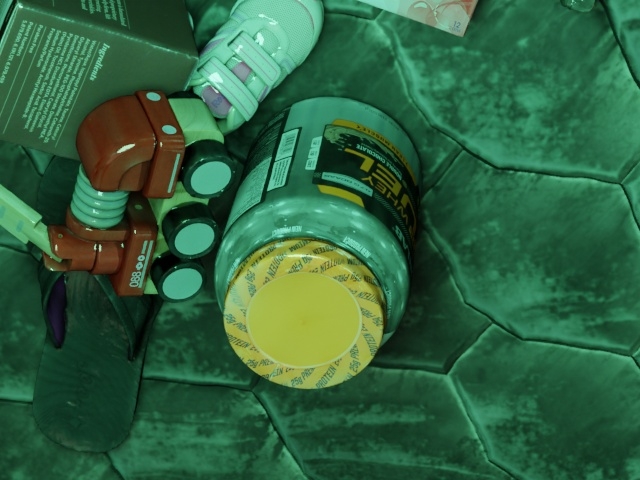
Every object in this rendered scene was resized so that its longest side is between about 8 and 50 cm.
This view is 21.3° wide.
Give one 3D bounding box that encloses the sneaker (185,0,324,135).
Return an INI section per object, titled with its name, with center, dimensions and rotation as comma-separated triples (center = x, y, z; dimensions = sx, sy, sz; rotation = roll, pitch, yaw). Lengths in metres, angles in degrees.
[sneaker]
center = -0.091, -0.182, 1.869
dimensions = 0.103, 0.111, 0.252
rotation = 38, 117, -14

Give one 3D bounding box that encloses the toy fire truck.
[toy fire truck]
center = -0.239, -0.056, 1.753
dimensions = 0.246, 0.158, 0.217
rotation = -1, 130, -25

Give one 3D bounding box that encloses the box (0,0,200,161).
[box]
center = -0.261, -0.199, 1.820
dimensions = 0.203, 0.168, 0.167
rotation = 15, 122, -23

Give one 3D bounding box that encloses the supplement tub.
[supplement tub]
center = 0.000, 0.000, 1.831
dimensions = 0.207, 0.338, 0.207
rotation = 3, 120, 5

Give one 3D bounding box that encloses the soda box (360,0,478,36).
[soda box]
center = 0.046, -0.309, 1.797
dimensions = 0.263, 0.083, 0.092
rotation = 18, 120, -3

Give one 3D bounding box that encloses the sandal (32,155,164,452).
[sandal]
center = -0.268, 0.086, 2.047
dimensions = 0.168, 0.107, 0.445
rotation = 8, 120, 2

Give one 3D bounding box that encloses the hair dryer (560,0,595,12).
[hair dryer]
center = 0.250, -0.370, 1.696
dimensions = 0.224, 0.080, 0.293
rotation = 11, 110, -33
